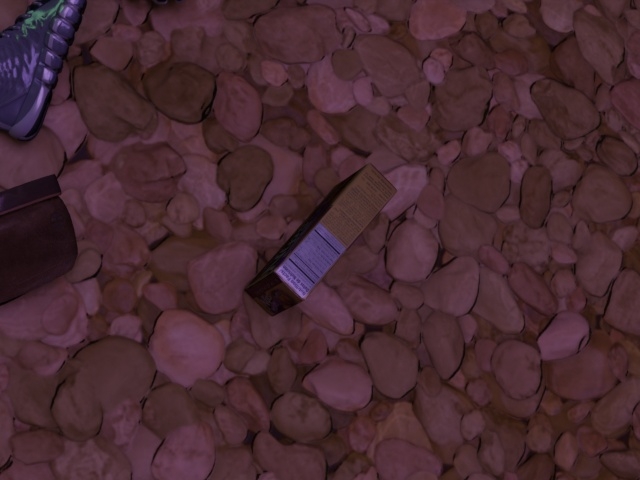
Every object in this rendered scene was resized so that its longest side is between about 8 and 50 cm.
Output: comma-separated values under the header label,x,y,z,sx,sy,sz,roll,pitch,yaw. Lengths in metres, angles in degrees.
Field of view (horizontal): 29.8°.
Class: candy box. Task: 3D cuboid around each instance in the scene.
label,x,y,z,sx,sy,sz,roll,pitch,yaw
candy box,0.000,0.000,1.415,0.053,0.109,0.187,45,66,-7

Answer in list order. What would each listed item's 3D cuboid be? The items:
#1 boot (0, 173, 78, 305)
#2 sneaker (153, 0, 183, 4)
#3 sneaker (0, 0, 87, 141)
label,x,y,z,sx,sy,sz,roll,pitch,yaw
boot,-0.394,0.033,1.249,0.305,0.112,0.115,-24,98,-28
sneaker,-0.278,-0.371,1.404,0.292,0.110,0.118,15,55,-19
sneaker,-0.341,-0.235,1.330,0.132,0.086,0.229,20,83,-11
